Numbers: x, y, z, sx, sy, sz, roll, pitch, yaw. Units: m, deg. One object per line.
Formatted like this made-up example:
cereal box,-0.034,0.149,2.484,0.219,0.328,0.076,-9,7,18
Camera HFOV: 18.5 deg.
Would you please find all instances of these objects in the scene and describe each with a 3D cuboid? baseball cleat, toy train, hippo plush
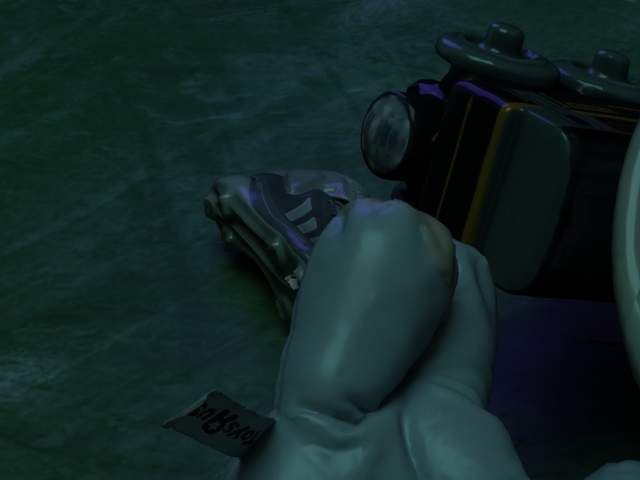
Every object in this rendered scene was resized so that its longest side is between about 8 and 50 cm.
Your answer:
baseball cleat,0.000,0.000,1.321,0.109,0.072,0.206,-18,38,-21
toy train,0.189,-0.031,1.173,0.334,0.142,0.190,7,19,-34
hippo plush,0.086,0.118,0.961,0.236,0.234,0.294,19,2,20

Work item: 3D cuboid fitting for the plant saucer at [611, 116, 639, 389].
plant saucer,0.345,0.032,1.039,0.400,0.100,0.401,1,69,-3
